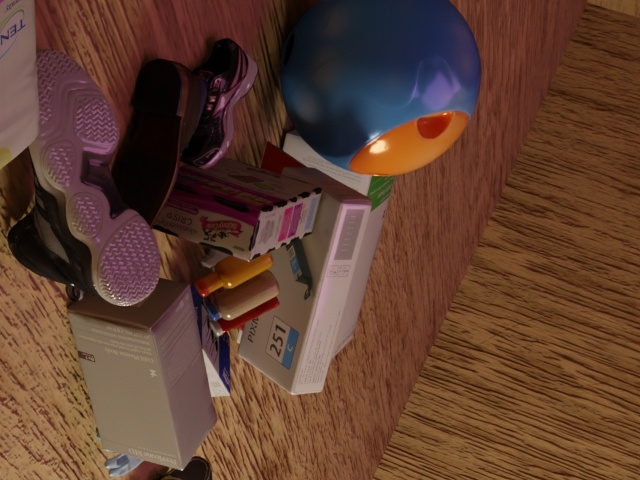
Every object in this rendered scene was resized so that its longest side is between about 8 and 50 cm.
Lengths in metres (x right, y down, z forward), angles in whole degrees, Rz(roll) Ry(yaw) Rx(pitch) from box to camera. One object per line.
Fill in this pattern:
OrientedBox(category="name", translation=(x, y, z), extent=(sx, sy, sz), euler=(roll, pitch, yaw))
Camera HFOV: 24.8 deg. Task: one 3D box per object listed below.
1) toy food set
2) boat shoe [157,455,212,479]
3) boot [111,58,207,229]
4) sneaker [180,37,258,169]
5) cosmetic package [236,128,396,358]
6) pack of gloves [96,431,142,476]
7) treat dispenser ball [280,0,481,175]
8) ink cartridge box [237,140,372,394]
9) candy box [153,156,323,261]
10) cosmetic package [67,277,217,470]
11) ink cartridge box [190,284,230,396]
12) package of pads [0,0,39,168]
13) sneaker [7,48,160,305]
OrientedBox(category="toy food set", translation=(-0.130, 0.061, 1.990), extent=(0.104, 0.111, 0.232), euler=(-28, -168, -14))
OrientedBox(category="boat shoe", translation=(-0.228, 0.397, 2.179), extent=(0.228, 0.081, 0.068), euler=(-50, 159, -45))
OrientedBox(category="boot", translation=(-0.183, -0.104, 1.730), extent=(0.106, 0.082, 0.219), euler=(-9, 116, -69))
OrientedBox(category="sneaker", translation=(-0.143, -0.178, 1.829), extent=(0.077, 0.072, 0.178), euler=(56, 46, -56))
OrientedBox(category="cosmetic package", translation=(0.000, 0.000, 2.334), extent=(0.197, 0.155, 0.365), euler=(-40, 145, -65))
OrientedBox(category="pack of gloves", translation=(-0.253, 0.208, 1.981), extent=(0.232, 0.046, 0.195), euler=(-19, 114, -73))
OrientedBox(category="treat dispenser ball", translation=(0.086, -0.236, 2.085), extent=(0.288, 0.288, 0.288), euler=(20, 90, -74))
OrientedBox(category="ink cartridge box", translation=(-0.060, 0.034, 2.098), extent=(0.066, 0.261, 0.296), euler=(0, 112, -40))
OrientedBox(category="candy box", translation=(-0.112, -0.045, 1.892), extent=(0.233, 0.159, 0.071), euler=(-25, 131, -68))
OrientedBox(category="cosmetic package", translation=(-0.216, 0.158, 1.790), extent=(0.107, 0.127, 0.238), euler=(-53, 145, -47))
OrientedBox(category="ink cartridge box", translation=(-0.168, 0.147, 2.079), extent=(0.207, 0.046, 0.097), euler=(73, 13, -65))
OrientedBox(category="package of pads", translation=(-0.337, -0.118, 1.162), extent=(0.296, 0.101, 0.229), euler=(-52, 156, -47))
OrientedBox(category="sneaker", translation=(-0.269, -0.055, 1.479), extent=(0.101, 0.153, 0.268), euler=(-29, 104, -41))
